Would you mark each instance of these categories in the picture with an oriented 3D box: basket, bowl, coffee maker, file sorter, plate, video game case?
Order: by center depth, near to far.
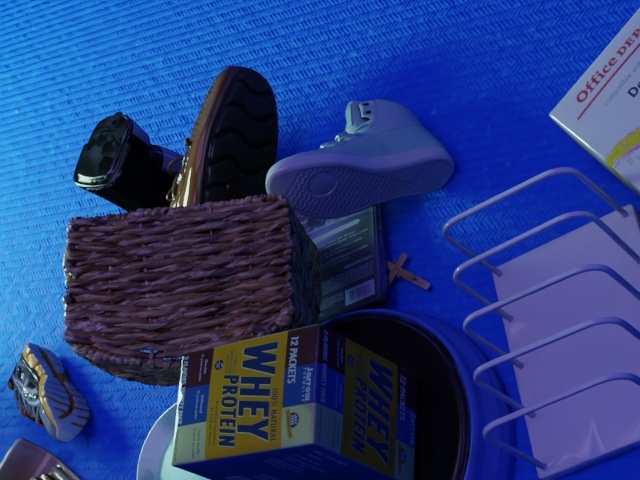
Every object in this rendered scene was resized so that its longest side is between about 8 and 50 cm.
[{"bbox_3d":[0.262,0.086,1.514,0.193,0.173,0.278,-27,52,26],"label":"file sorter"},{"bbox_3d":[0.049,0.264,1.669,0.391,0.077,0.391,-19,57,32],"label":"bowl"},{"bbox_3d":[-0.152,0.084,1.739,0.299,0.223,0.213,-7,71,7],"label":"basket"},{"bbox_3d":[0.000,0.000,1.868,0.196,0.026,0.274,-24,48,29],"label":"video game case"},{"bbox_3d":[-0.175,0.303,1.873,0.188,0.024,0.188,-19,58,33],"label":"plate"},{"bbox_3d":[-0.265,-0.078,2.039,0.120,0.178,0.171,-23,55,31],"label":"coffee maker"}]

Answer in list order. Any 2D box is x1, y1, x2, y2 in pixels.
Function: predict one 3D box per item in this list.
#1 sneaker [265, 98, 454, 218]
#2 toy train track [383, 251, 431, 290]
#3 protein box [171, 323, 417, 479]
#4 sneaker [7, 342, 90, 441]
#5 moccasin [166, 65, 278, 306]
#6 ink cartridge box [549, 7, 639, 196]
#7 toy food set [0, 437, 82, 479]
[{"bbox_3d":[0.029,-0.114,1.793,0.151,0.256,0.094,-121,32,-43],"label":"sneaker"},{"bbox_3d":[0.112,0.046,1.773,0.083,0.014,0.048,29,83,41],"label":"toy train track"},{"bbox_3d":[-0.026,0.205,1.567,0.201,0.200,0.136,-15,60,34],"label":"protein box"},{"bbox_3d":[-0.414,0.243,2.071,0.083,0.084,0.215,-52,36,9],"label":"sneaker"},{"bbox_3d":[-0.156,-0.062,1.966,0.147,0.139,0.380,12,93,52],"label":"moccasin"},{"bbox_3d":[0.408,-0.145,1.548,0.207,0.119,0.353,-51,46,8],"label":"ink cartridge box"},{"bbox_3d":[-0.406,0.440,1.947,0.306,0.092,0.220,30,89,44],"label":"toy food set"}]
